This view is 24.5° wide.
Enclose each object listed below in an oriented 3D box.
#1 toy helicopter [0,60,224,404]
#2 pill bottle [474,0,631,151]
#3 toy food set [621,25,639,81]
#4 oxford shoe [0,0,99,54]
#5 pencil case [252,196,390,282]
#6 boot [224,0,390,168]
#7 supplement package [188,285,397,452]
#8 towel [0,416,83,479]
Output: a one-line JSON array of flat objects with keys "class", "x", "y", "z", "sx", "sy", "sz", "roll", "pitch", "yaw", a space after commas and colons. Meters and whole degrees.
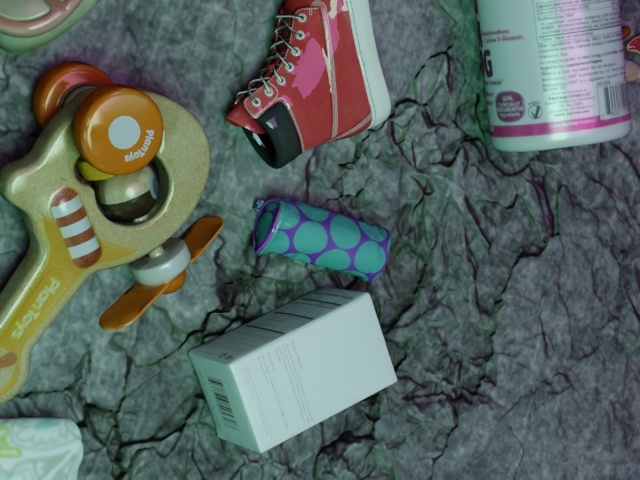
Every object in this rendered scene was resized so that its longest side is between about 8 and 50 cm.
[{"class": "toy helicopter", "x": -0.233, "y": 0.016, "z": 1.437, "sx": 0.235, "sy": 0.140, "sz": 0.355, "roll": 38, "pitch": 85, "yaw": -36}, {"class": "pill bottle", "x": 0.256, "y": -0.250, "z": 1.662, "sx": 0.160, "sy": 0.160, "sz": 0.283, "roll": -12, "pitch": 99, "yaw": -29}, {"class": "toy food set", "x": 0.361, "y": -0.234, "z": 1.805, "sx": 0.122, "sy": 0.019, "sz": 0.077, "roll": -2, "pitch": 94, "yaw": -30}, {"class": "oxford shoe", "x": -0.197, "y": -0.343, "z": 1.409, "sx": 0.140, "sy": 0.146, "sz": 0.397, "roll": 41, "pitch": 75, "yaw": -1}, {"class": "pencil case", "x": 0.000, "y": 0.000, "z": 1.584, "sx": 0.152, "sy": 0.070, "sz": 0.064, "roll": 16, "pitch": 50, "yaw": -27}, {"class": "boot", "x": -0.036, "y": -0.206, "z": 1.541, "sx": 0.176, "sy": 0.088, "sz": 0.244, "roll": -25, "pitch": 109, "yaw": -25}, {"class": "supplement package", "x": -0.028, "y": 0.132, "z": 1.552, "sx": 0.179, "sy": 0.105, "sz": 0.105, "roll": -24, "pitch": 104, "yaw": -26}, {"class": "towel", "x": -0.384, "y": 0.353, "z": 1.365, "sx": 0.321, "sy": 0.090, "sz": 0.374, "roll": 2, "pitch": 93, "yaw": -37}]
